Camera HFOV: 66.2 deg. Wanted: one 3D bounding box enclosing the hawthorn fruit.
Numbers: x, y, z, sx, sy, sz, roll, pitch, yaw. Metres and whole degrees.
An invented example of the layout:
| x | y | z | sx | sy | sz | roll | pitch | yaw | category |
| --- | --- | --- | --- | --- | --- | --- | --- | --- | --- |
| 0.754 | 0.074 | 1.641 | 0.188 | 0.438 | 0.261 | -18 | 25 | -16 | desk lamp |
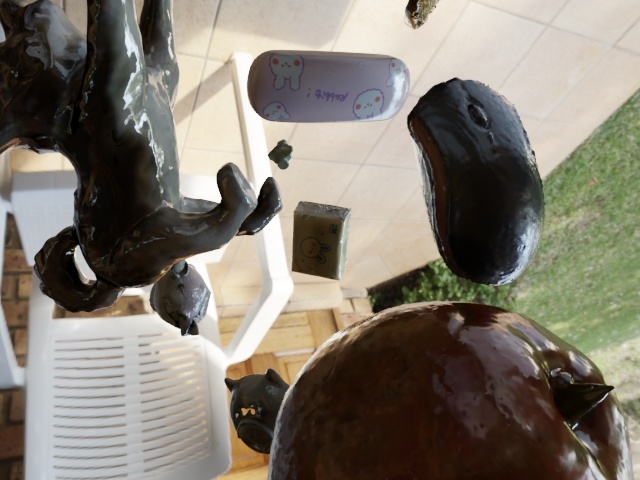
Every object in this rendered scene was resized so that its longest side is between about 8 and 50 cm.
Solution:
| x | y | z | sx | sy | sz | roll | pitch | yaw | category |
| --- | --- | --- | --- | --- | --- | --- | --- | --- | --- |
| 0.150 | 0.241 | 0.548 | 0.402 | 0.403 | 0.403 | -13 | 149 | -8 | hawthorn fruit |

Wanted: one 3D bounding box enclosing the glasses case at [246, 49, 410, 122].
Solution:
| x | y | z | sx | sy | sz | roll | pitch | yaw | category |
| --- | --- | --- | --- | --- | --- | --- | --- | --- | --- |
| 0.020 | -0.262 | 0.842 | 0.296 | 0.075 | 0.113 | -7 | 125 | -22 | glasses case |

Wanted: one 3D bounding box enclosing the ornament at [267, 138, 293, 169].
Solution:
| x | y | z | sx | sy | sz | roll | pitch | yaw | category |
| --- | --- | --- | --- | --- | --- | --- | --- | --- | --- |
| -0.098 | -0.222 | 1.244 | 0.068 | 0.092 | 0.041 | 1 | 145 | 33 | ornament |

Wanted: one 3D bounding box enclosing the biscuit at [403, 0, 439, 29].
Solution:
| x | y | z | sx | sy | sz | roll | pitch | yaw | category |
| --- | --- | --- | --- | --- | --- | --- | --- | --- | --- |
| 0.236 | -0.521 | 0.850 | 0.040 | 0.318 | 0.318 | 29 | 141 | 3 | biscuit |

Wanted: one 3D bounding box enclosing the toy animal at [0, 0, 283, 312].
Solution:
| x | y | z | sx | sy | sz | roll | pitch | yaw | category |
| --- | --- | --- | --- | --- | --- | --- | --- | --- | --- |
| -0.245 | -0.092 | 0.534 | 0.302 | 0.194 | 0.345 | -26 | 105 | 9 | toy animal |

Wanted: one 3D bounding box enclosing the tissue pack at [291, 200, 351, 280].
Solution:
| x | y | z | sx | sy | sz | roll | pitch | yaw | category |
| --- | --- | --- | --- | --- | --- | --- | --- | --- | --- |
| 0.000 | 0.000 | 1.337 | 0.148 | 0.092 | 0.196 | 9 | 120 | 10 | tissue pack |

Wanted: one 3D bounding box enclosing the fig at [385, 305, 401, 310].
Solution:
| x | y | z | sx | sy | sz | roll | pitch | yaw | category |
| --- | --- | --- | --- | --- | --- | --- | --- | --- | --- |
| 0.230 | 0.302 | 1.039 | 0.343 | 0.344 | 0.343 | -13 | 149 | -8 | fig |

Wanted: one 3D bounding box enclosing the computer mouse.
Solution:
| x | y | z | sx | sy | sz | roll | pitch | yaw | category |
| --- | --- | --- | --- | --- | --- | --- | --- | --- | --- |
| 0.237 | -0.095 | 0.729 | 0.182 | 0.324 | 0.116 | -10 | 172 | -15 | computer mouse |

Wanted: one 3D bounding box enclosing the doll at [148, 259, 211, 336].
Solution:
| x | y | z | sx | sy | sz | roll | pitch | yaw | category |
| --- | --- | --- | --- | --- | --- | --- | --- | --- | --- |
| -0.260 | 0.099 | 0.902 | 0.095 | 0.150 | 0.192 | -3 | 174 | -25 | doll |

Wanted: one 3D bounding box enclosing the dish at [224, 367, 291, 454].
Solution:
| x | y | z | sx | sy | sz | roll | pitch | yaw | category |
| --- | --- | --- | --- | --- | --- | --- | --- | --- | --- |
| -0.126 | 0.380 | 1.039 | 0.236 | 0.228 | 0.086 | -50 | -178 | 37 | dish |
